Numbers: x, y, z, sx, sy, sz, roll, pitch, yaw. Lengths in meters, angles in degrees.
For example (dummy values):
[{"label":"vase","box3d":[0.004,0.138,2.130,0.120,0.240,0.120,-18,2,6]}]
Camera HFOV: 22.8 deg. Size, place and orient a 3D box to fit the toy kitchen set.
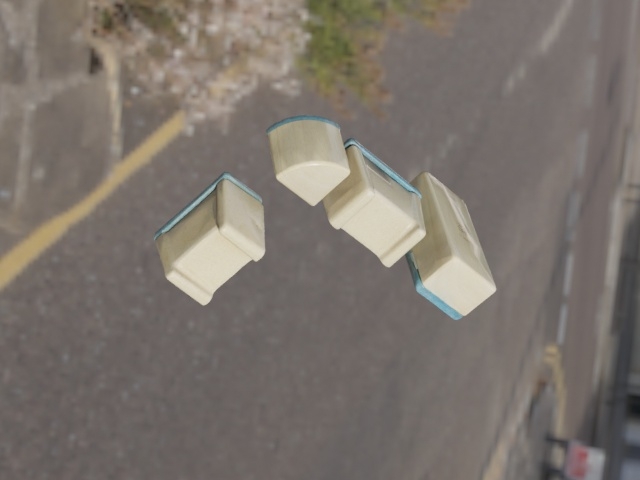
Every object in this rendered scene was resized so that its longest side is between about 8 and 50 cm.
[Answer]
[{"label":"toy kitchen set","box3d":[0.000,0.000,1.244,0.207,0.166,0.122,37,23,-30]}]
